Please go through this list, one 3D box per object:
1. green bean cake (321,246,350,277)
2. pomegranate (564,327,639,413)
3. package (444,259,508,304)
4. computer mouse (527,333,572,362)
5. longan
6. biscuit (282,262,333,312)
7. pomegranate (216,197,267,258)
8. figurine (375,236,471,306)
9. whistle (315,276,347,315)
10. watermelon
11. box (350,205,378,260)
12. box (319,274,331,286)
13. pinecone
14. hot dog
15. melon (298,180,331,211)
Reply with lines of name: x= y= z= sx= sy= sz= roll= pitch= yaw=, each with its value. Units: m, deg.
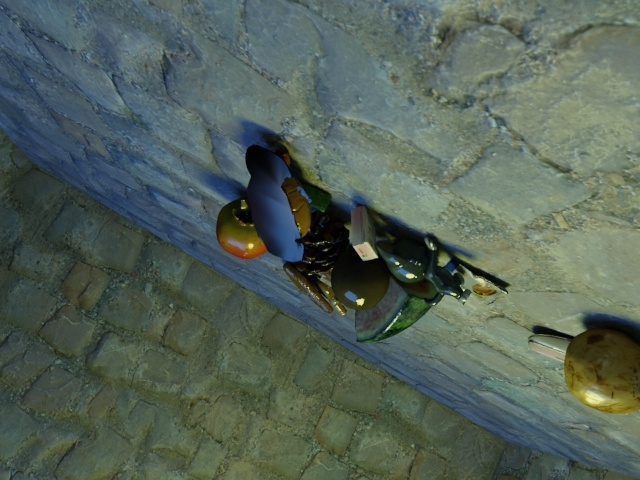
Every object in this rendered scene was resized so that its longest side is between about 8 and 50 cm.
green bean cake: x=0.057 y=0.074 z=1.810 sx=0.233 sy=0.097 sz=0.198 roll=21 pitch=159 yaw=27
pomegranate: x=0.721 y=0.319 z=1.273 sx=0.215 sy=0.215 sz=0.215 roll=27 pitch=163 yaw=9
package: x=0.427 y=0.121 z=1.454 sx=0.173 sy=0.027 sz=0.171 roll=30 pitch=165 yaw=9
computer mouse: x=0.730 y=0.327 z=1.493 sx=0.245 sy=0.056 sz=0.126 roll=17 pitch=159 yaw=36
longan: x=0.113 y=0.104 z=1.466 sx=0.168 sy=0.187 sz=0.167 roll=4 pitch=150 yaw=2
biscuit: x=-0.061 y=0.225 z=2.393 sx=0.318 sy=0.040 sz=0.318 roll=43 pitch=170 yaw=9
pomegranate: x=-0.264 y=-0.049 z=1.811 sx=0.221 sy=0.221 sz=0.256 roll=27 pitch=155 yaw=10
figurine: x=0.288 y=0.090 z=1.406 sx=0.265 sy=0.140 sz=0.193 roll=51 pitch=-173 yaw=22
whistle: x=0.044 y=0.251 z=2.325 sx=0.220 sy=0.057 sz=0.107 roll=53 pitch=164 yaw=-15
watermelon: x=0.241 y=0.148 z=1.580 sx=0.250 sy=0.283 sz=0.292 roll=-8 pitch=102 yaw=44
box: x=0.119 y=-0.020 z=1.396 sx=0.043 sy=0.125 sz=0.089 roll=-14 pitch=143 yaw=19
box: x=0.055 y=0.180 z=2.216 sx=0.117 sy=0.036 sz=0.050 roll=30 pitch=162 yaw=2
pinecone: x=0.000 y=0.006 z=1.545 sx=0.179 sy=0.184 sz=0.204 roll=-1 pitch=167 yaw=-2
hot dog: x=-0.093 y=-0.112 z=1.402 sx=0.194 sy=0.107 sz=0.326 roll=17 pitch=127 yaw=18
melon: x=-0.073 y=-0.150 z=1.514 sx=0.262 sy=0.053 sz=0.114 roll=27 pitch=-179 yaw=24
